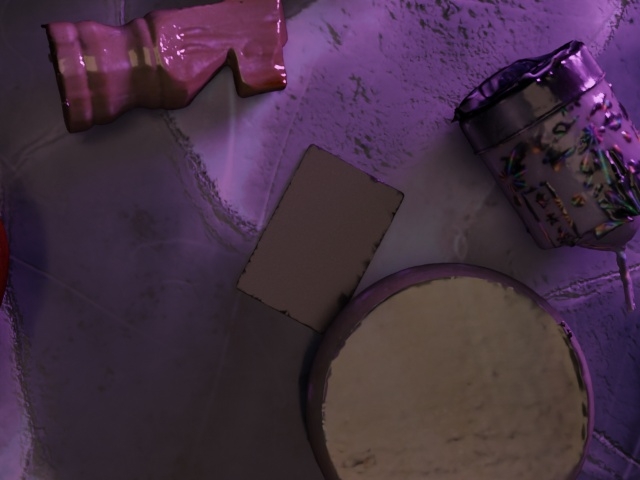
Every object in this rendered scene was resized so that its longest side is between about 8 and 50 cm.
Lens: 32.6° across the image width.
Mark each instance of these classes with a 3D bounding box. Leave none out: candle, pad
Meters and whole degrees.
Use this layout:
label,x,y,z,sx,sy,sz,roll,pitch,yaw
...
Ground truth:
label,x,y,z,sx,sy,sz,roll,pitch,yaw
candle,0.316,-0.074,1.337,0.187,0.187,0.330,-33,93,-4
pad,0.000,0.000,1.403,0.143,0.003,0.211,29,87,-3

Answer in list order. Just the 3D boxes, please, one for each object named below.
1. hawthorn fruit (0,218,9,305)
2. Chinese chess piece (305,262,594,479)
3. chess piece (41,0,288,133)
label,x,y,z,sx,sy,sz,roll,pitch,yaw
hawthorn fruit,-0.504,0.039,1.235,0.308,0.308,0.324,24,64,-3
Chinese chess piece,0.155,0.201,1.339,0.349,0.146,0.349,0,89,-3
chess piece,-0.181,-0.227,1.351,0.301,0.137,0.137,-15,90,-15
